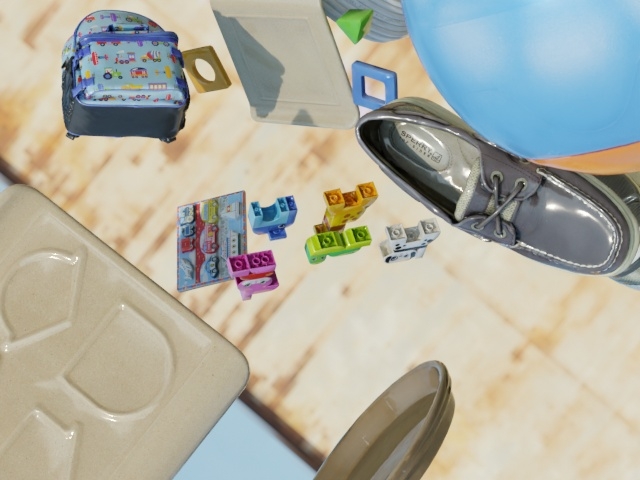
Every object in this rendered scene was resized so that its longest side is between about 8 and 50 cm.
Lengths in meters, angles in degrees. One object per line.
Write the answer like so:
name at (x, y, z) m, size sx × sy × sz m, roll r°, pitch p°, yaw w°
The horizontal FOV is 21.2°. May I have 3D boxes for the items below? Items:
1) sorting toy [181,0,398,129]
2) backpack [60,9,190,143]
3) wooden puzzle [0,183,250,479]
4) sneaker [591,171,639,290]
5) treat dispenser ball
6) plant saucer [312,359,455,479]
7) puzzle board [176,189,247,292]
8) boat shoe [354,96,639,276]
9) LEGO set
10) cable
sorting toy at (-0.041, -0.242, 2.210) m, size 0.347 × 0.047 × 0.196 m, roll 8°, pitch 129°, yaw 36°
backpack at (-0.245, -0.218, 2.134) m, size 0.158 × 0.117 × 0.173 m, roll 2°, pitch -124°, yaw -15°
wooden puzzle at (-0.294, 0.160, 1.851) m, size 0.348 × 0.322 × 0.080 m, roll 37°, pitch 175°, yaw 16°
sneaker at (0.414, -0.043, 2.401) m, size 0.257 × 0.169 × 0.447 m, roll 34°, pitch -160°, yaw -29°
treat dispenser ball at (0.197, -0.189, 1.191) m, size 0.288 × 0.288 × 0.288 m, roll 39°, pitch -174°, yaw -5°
plant saucer at (0.062, 0.255, 1.943) m, size 0.041 × 0.278 × 0.278 m, roll 39°, pitch -174°, yaw -8°
puzzle board at (-0.139, -0.001, 2.172) m, size 0.011 × 0.096 × 0.128 m, roll 51°, pitch -150°, yaw -53°
boat shoe at (0.152, -0.045, 1.561) m, size 0.285 × 0.103 × 0.092 m, roll 33°, pitch -155°, yaw 24°
LEGO set at (0.000, 0.000, 1.807) m, size 0.093 × 0.227 × 0.087 m, roll 107°, pitch 149°, yaw -58°
cable at (0.033, -0.371, 2.289) m, size 0.257 × 0.089 × 0.257 m, roll 44°, pitch -156°, yaw 0°
